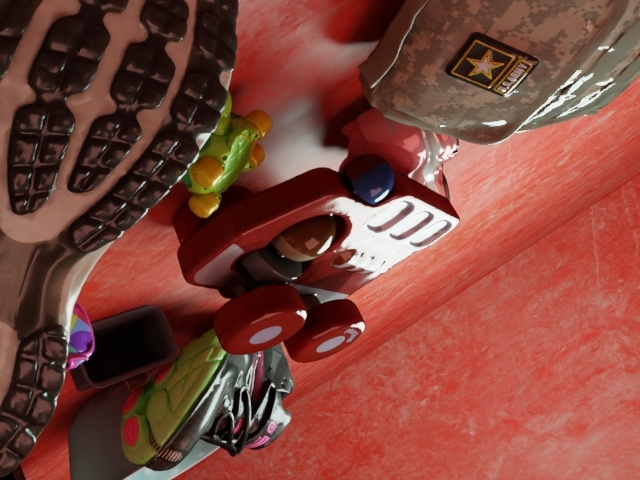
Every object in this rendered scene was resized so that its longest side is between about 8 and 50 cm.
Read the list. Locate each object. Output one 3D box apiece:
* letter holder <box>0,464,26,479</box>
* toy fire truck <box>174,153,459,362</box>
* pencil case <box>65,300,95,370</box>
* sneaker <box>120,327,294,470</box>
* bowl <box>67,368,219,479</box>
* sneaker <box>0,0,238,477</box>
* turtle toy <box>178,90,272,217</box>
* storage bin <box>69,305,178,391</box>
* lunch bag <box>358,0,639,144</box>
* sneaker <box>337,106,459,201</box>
[{"bbox_3d":[-0.635,0.553,1.324,0.214,0.152,0.302,-21,160,-29],"label":"letter holder"},{"bbox_3d":[0.000,0.000,0.805,0.254,0.169,0.302,-37,151,20],"label":"toy fire truck"},{"bbox_3d":[-0.354,0.150,0.789,0.236,0.104,0.104,-38,162,20],"label":"pencil case"},{"bbox_3d":[-0.133,0.237,1.105,0.185,0.202,0.483,-37,176,15],"label":"sneaker"},{"bbox_3d":[-0.318,0.343,1.273,0.311,0.163,0.311,-29,162,-10],"label":"bowl"},{"bbox_3d":[-0.208,-0.048,0.448,0.158,0.182,0.410,24,100,-48],"label":"sneaker"},{"bbox_3d":[-0.095,-0.088,0.635,0.095,0.066,0.130,-50,170,-30],"label":"turtle toy"},{"bbox_3d":[-0.276,0.160,0.977,0.135,0.098,0.091,-18,168,-40],"label":"storage bin"},{"bbox_3d":[0.194,-0.209,0.652,0.287,0.169,0.235,-15,160,-26],"label":"lunch bag"},{"bbox_3d":[0.088,-0.096,0.919,0.136,0.116,0.314,-18,159,0],"label":"sneaker"}]
